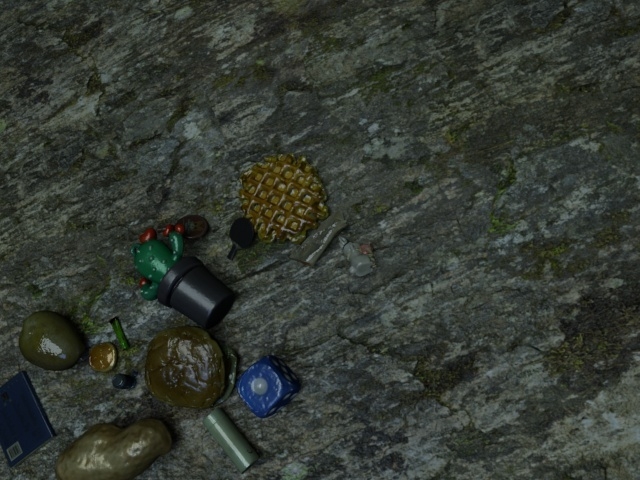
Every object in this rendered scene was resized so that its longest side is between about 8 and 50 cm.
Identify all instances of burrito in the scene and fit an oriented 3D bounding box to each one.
[{"bbox_3d":[0.000,0.000,1.666,0.226,0.060,0.087,-48,65,2],"label":"burrito"}]

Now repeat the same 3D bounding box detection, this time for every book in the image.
[{"bbox_3d":[-1.058,0.623,1.808,0.191,0.025,0.269,-37,73,2],"label":"book"}]

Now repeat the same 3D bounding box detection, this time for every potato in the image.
[{"bbox_3d":[-0.912,0.350,1.762,0.251,0.159,0.174,31,111,8],"label":"potato"}]

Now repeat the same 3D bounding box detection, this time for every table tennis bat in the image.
[{"bbox_3d":[-0.475,-0.012,1.809,0.170,0.119,0.107,-4,50,-10],"label":"table tennis bat"},{"bbox_3d":[-0.274,-0.003,1.724,0.095,0.014,0.158,37,112,20],"label":"table tennis bat"}]

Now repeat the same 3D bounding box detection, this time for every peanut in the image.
[{"bbox_3d":[-0.650,0.667,1.632,0.387,0.169,0.192,-17,71,6],"label":"peanut"}]

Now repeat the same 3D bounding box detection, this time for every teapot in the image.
[{"bbox_3d":[-0.650,0.461,1.714,0.049,0.083,0.063,3,71,12],"label":"teapot"}]

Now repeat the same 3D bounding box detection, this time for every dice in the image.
[{"bbox_3d":[-0.158,0.444,1.571,0.146,0.146,0.143,-44,71,3],"label":"dice"}]

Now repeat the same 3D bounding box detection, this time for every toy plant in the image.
[{"bbox_3d":[-0.480,0.125,1.696,0.400,0.185,0.279,35,130,14],"label":"toy plant"}]

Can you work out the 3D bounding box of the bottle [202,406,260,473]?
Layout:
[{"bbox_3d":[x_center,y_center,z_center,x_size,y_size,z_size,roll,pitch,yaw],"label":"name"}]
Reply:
[{"bbox_3d":[-0.278,0.618,1.601,0.072,0.072,0.201,-45,73,1],"label":"bottle"}]

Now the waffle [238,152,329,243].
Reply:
[{"bbox_3d":[-0.132,-0.138,1.722,0.302,0.068,0.324,-20,74,8],"label":"waffle"}]

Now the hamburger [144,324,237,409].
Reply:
[{"bbox_3d":[-0.414,0.403,1.628,0.285,0.134,0.265,4,88,15],"label":"hamburger"}]

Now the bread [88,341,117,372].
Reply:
[{"bbox_3d":[-0.749,0.402,1.779,0.110,0.024,0.110,-3,79,13],"label":"bread"}]

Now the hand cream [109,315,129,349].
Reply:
[{"bbox_3d":[-0.694,0.321,1.783,0.036,0.023,0.122,-38,71,15],"label":"hand cream"}]

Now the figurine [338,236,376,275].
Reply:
[{"bbox_3d":[0.119,0.044,1.634,0.098,0.081,0.146,2,42,-23],"label":"figurine"}]
